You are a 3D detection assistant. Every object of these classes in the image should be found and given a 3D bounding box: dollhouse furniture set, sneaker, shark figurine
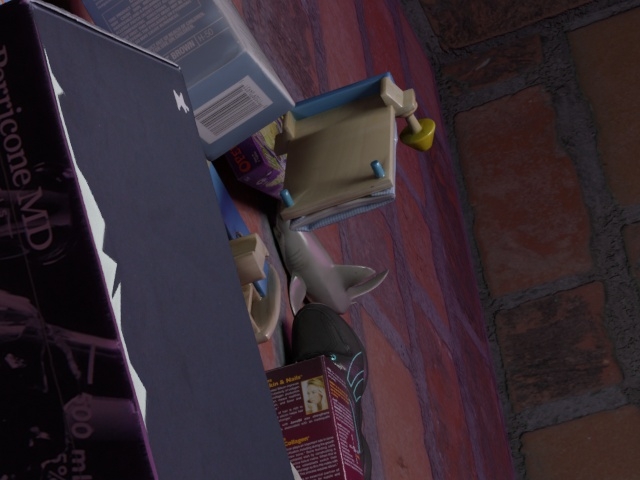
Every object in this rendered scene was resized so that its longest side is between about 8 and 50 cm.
[{"bbox_3d":[0.000,0.000,1.543,0.286,0.303,0.198,-88,155,-52],"label":"dollhouse furniture set"},{"bbox_3d":[0.007,0.195,1.743,0.106,0.101,0.267,41,33,-59],"label":"sneaker"},{"bbox_3d":[0.031,0.057,1.975,0.278,0.116,0.166,45,31,-56],"label":"shark figurine"}]

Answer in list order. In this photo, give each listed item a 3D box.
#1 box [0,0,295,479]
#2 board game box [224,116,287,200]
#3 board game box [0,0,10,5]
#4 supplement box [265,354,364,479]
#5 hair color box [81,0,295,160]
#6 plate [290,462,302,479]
[{"bbox_3d":[-0.195,0.103,0.684,0.179,0.312,0.343,11,62,-74],"label":"box"},{"bbox_3d":[-0.077,-0.146,1.858,0.208,0.056,0.347,58,11,17],"label":"board game box"},{"bbox_3d":[-0.306,-0.253,1.240,0.160,0.039,0.212,41,33,-64],"label":"board game box"},{"bbox_3d":[-0.015,0.241,1.597,0.081,0.104,0.188,46,29,-60],"label":"supplement box"},{"bbox_3d":[-0.181,-0.276,1.365,0.374,0.113,0.185,59,6,16],"label":"hair color box"},{"bbox_3d":[-0.124,0.149,1.142,0.277,0.045,0.278,40,5,18],"label":"plate"}]
